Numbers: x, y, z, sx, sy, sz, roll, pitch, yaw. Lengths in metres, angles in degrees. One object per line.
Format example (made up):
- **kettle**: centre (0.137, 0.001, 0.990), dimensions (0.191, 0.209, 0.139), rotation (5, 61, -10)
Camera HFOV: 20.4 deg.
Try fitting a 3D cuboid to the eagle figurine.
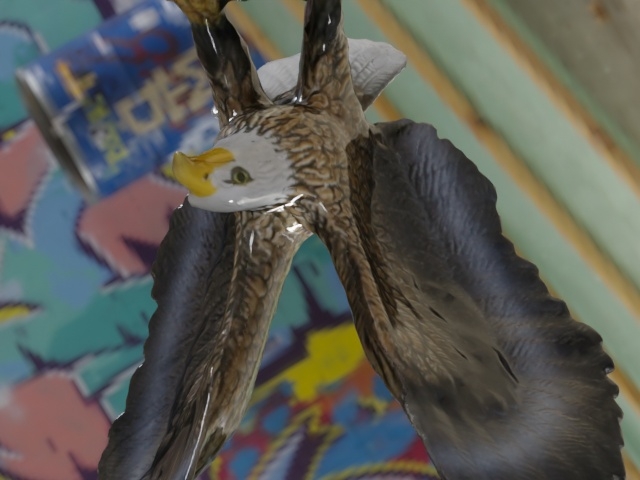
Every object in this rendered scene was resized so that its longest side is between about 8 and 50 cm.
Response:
- **eagle figurine**: centre (-0.008, 0.001, 0.814), dimensions (0.226, 0.225, 0.298), rotation (-16, 82, 55)
